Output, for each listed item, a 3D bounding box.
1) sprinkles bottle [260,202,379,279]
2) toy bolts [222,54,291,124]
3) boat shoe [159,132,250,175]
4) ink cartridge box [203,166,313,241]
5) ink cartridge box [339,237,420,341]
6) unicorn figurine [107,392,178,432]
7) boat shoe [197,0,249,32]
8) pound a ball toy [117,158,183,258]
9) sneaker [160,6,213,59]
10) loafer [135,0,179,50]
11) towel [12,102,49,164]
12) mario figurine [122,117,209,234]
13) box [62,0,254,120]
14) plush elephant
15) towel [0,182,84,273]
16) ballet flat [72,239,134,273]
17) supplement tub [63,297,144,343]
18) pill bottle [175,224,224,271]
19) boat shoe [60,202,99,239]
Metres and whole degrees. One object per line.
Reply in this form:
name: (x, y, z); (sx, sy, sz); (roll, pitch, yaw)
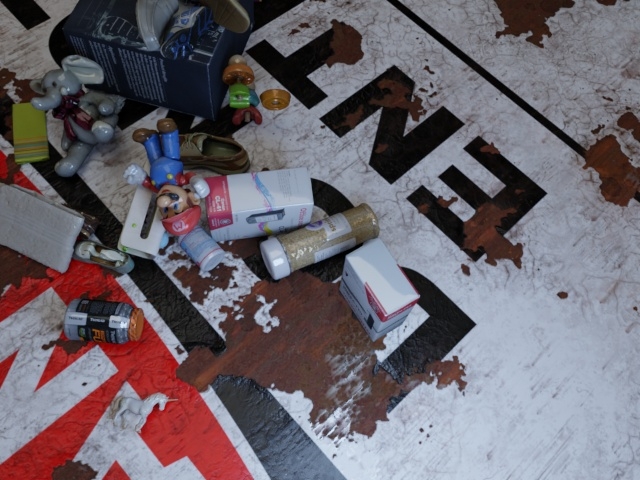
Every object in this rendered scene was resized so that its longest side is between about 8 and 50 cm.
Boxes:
sprinkles bottle: (0.000, 0.000, 1.753); (0.356, 0.121, 0.121); (-22, 68, -15)
toy bolts: (-0.216, -0.500, 1.913); (0.218, 0.228, 0.158); (-1, 74, -12)
boat shoe: (-0.387, -0.299, 1.860); (0.324, 0.120, 0.122); (8, 64, -1)
ink cartridge box: (-0.185, -0.104, 1.726); (0.306, 0.226, 0.131); (-6, 70, -8)
ink cartridge box: (0.155, 0.145, 1.616); (0.114, 0.273, 0.197); (-28, 70, -13)
unicorn figurine: (-0.477, 0.448, 1.530); (0.162, 0.060, 0.111); (15, 65, 2)
boat shoe: (-0.324, -0.753, 1.756); (0.285, 0.105, 0.089); (39, 50, -15)
pound a ball toy: (-0.502, -0.105, 1.751); (0.136, 0.208, 0.319); (19, 75, -19)
sneaker: (-0.408, -0.620, 1.727); (0.081, 0.080, 0.211); (24, 64, 27)
loafer: (-0.482, -0.702, 1.728); (0.112, 0.112, 0.319); (-5, 65, 1)
towel: (-0.949, -0.355, 1.894); (0.102, 0.021, 0.237); (-9, 65, -15)
mario figurine: (-0.424, -0.169, 1.581); (0.170, 0.198, 0.320); (-14, 84, -36)
box: (-0.515, -0.721, 1.958); (0.472, 0.297, 0.479); (15, 64, 0)
plush elephant: (-0.770, -0.420, 1.795); (0.255, 0.272, 0.330); (39, 41, -30)
towel: (-0.837, -0.041, 1.691); (0.282, 0.049, 0.187); (25, 103, 6)
ballet flat: (-0.653, 0.037, 1.705); (0.213, 0.068, 0.072); (18, 64, 4)
supplement tub: (-0.594, 0.224, 1.595); (0.191, 0.117, 0.117); (5, 64, -2)
pill bottle: (-0.369, 0.010, 1.733); (0.087, 0.087, 0.160); (-39, 73, -20)
boat shoe: (-0.771, -0.075, 1.749); (0.207, 0.073, 0.073); (26, 63, -1)
